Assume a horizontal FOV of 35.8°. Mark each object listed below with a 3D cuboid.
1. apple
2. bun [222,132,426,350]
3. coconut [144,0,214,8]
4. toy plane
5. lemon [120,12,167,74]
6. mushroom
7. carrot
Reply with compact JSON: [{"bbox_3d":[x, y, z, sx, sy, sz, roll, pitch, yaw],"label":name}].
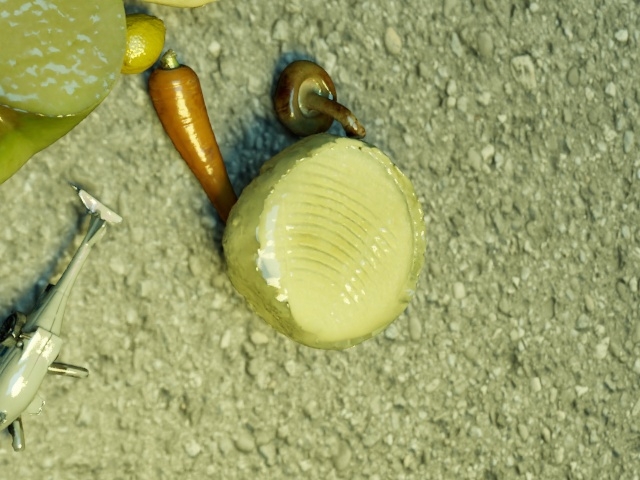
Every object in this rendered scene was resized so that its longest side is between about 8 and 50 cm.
[{"bbox_3d":[-0.388,-0.212,0.913,0.311,0.320,0.360,-33,104,23],"label":"apple"},{"bbox_3d":[0.000,0.000,1.181,0.259,0.152,0.260,0,91,-34],"label":"bun"},{"bbox_3d":[-0.156,-0.378,1.043,0.259,0.259,0.259,-2,94,-26],"label":"coconut"},{"bbox_3d":[-0.288,0.086,1.076,0.273,0.107,0.182,-46,116,-21],"label":"toy plane"},{"bbox_3d":[-0.213,-0.219,1.115,0.092,0.065,0.065,-43,110,-18],"label":"lemon"},{"bbox_3d":[-0.003,-0.156,1.212,0.129,0.073,0.088,45,48,11],"label":"mushroom"},{"bbox_3d":[-0.141,-0.101,1.170,0.061,0.061,0.257,-29,113,-22],"label":"carrot"}]
